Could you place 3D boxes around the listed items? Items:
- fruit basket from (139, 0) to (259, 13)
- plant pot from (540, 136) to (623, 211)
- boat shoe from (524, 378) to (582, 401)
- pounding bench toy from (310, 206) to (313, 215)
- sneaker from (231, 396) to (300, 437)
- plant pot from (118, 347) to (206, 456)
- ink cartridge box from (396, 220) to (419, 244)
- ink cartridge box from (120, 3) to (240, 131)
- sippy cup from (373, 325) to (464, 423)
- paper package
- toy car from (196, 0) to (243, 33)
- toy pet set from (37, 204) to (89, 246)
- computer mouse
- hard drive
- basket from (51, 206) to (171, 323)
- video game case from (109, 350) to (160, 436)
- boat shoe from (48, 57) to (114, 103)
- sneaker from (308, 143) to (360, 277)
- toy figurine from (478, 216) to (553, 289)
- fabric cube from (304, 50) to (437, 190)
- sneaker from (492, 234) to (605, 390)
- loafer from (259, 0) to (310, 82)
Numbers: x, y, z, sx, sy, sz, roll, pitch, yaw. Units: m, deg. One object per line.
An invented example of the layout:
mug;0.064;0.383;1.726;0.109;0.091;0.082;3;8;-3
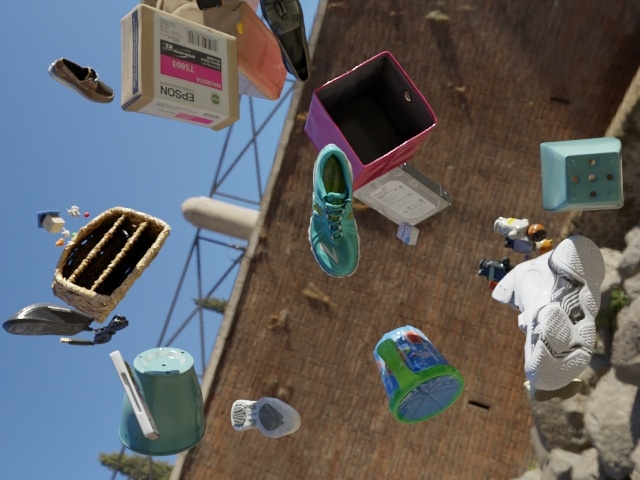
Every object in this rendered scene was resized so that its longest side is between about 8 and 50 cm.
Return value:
fruit basket;-0.341;-0.799;1.916;0.165;0.353;0.327;-106;33;-55
plant pot;0.586;-0.144;1.408;0.234;0.165;0.166;-24;-70;-74
boat shoe;0.544;0.339;1.480;0.048;0.153;0.056;46;133;53
pounding bench toy;0.014;-0.066;1.738;0.052;0.065;0.083;-22;-37;-39
sneaker;-0.112;0.418;1.532;0.115;0.232;0.090;7;-100;-41
plant pot;-0.493;0.487;2.000;0.271;0.271;0.255;-40;-42;-67
ink cartridge box;0.252;-0.024;1.870;0.083;0.028;0.048;43;126;56
ink cartridge box;-0.283;-0.346;1.302;0.234;0.088;0.193;4;-103;-44
sippy cup;0.277;0.389;1.909;0.224;0.240;0.305;-119;21;-44
paper package;-0.294;-0.562;1.858;0.325;0.309;0.168;25;-98;-68
toy car;-0.227;-0.514;1.431;0.122;0.060;0.041;51;-157;-42
toy pet set;-0.728;-0.049;1.768;0.122;0.065;0.114;-52;-18;17
computer mouse;-0.589;0.190;1.455;0.184;0.262;0.060;-38;54;48
hard drive;0.303;-0.179;2.425;0.339;0.237;0.064;30;-134;-33
basket;-0.594;0.042;1.768;0.299;0.213;0.223;-58;10;-32
video game case;-0.418;0.357;1.442;0.023;0.193;0.212;-24;-13;-17
boat shoe;-0.631;-0.428;1.712;0.183;0.066;0.066;21;-126;-43
sneaker;0.025;-0.060;1.300;0.110;0.107;0.275;121;143;-87
toy figurine;0.547;0.053;1.740;0.213;0.148;0.210;41;-111;-55
fabric cube;0.133;-0.323;1.805;0.259;0.254;0.258;-32;-8;-13
sneaker;0.470;0.165;1.357;0.210;0.137;0.366;-36;22;57
loafer;-0.073;-0.511;1.557;0.084;0.096;0.267;-112;0;-45
